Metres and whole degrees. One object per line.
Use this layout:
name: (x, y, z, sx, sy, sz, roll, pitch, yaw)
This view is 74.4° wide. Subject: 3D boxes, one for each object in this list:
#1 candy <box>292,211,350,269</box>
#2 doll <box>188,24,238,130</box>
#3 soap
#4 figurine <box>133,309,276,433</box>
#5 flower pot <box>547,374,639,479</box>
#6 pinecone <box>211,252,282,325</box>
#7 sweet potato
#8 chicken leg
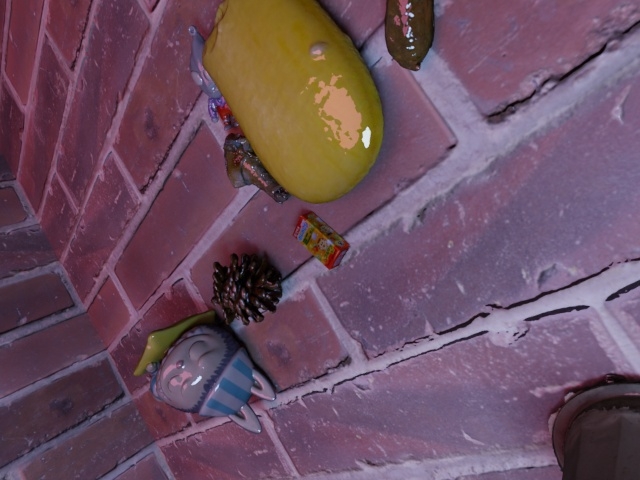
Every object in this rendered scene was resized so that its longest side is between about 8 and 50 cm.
candy: (0.000, 0.000, 0.903, 0.122, 0.038, 0.062, 43, 129, 20)
doll: (-0.239, -0.363, 0.944, 0.102, 0.075, 0.227, -10, 112, 26)
soap: (-0.053, -0.273, 0.788, 0.306, 0.115, 0.427, -37, 82, 39)
figurine: (-0.327, 0.440, 1.218, 0.378, 0.266, 0.361, 43, 135, 20)
flower pot: (0.423, 0.364, 0.531, 0.291, 0.259, 0.289, 16, 116, 34)
pinecone: (-0.179, 0.117, 1.028, 0.195, 0.150, 0.179, -8, 101, 42)
sweet potato: (0.129, -0.383, 0.591, 0.075, 0.075, 0.273, 22, 131, 33)
chicken leg: (-0.152, -0.154, 0.945, 0.196, 0.080, 0.125, 56, 147, -4)
